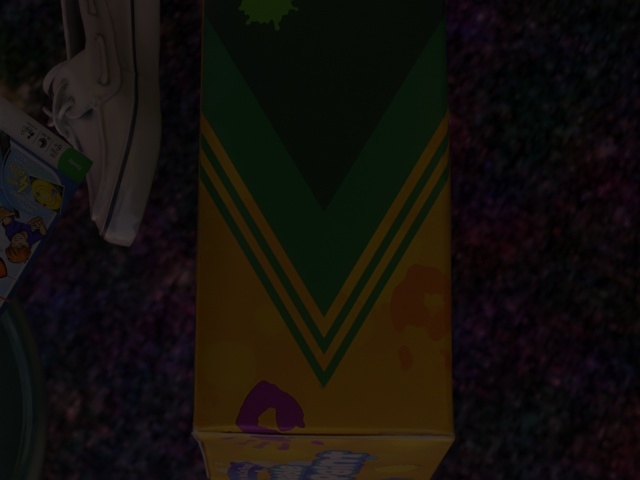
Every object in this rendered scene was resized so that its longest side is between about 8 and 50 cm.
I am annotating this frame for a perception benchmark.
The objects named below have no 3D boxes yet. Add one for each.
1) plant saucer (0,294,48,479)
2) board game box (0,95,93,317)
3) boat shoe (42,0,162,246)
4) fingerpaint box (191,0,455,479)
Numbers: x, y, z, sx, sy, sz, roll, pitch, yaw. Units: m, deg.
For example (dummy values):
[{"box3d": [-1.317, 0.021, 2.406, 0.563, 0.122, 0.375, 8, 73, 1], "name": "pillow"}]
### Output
[{"box3d": [-0.299, 0.105, 1.096, 0.044, 0.317, 0.317, -15, 117, 43], "name": "plant saucer"}, {"box3d": [-0.251, -0.044, 1.031, 0.201, 0.136, 0.035, 37, 168, -38], "name": "board game box"}, {"box3d": [-0.171, -0.106, 1.288, 0.084, 0.258, 0.095, 9, 138, -17], "name": "boat shoe"}, {"box3d": [0.000, 0.000, 1.211, 0.163, 0.371, 0.445, 1, 163, -1], "name": "fingerpaint box"}]
